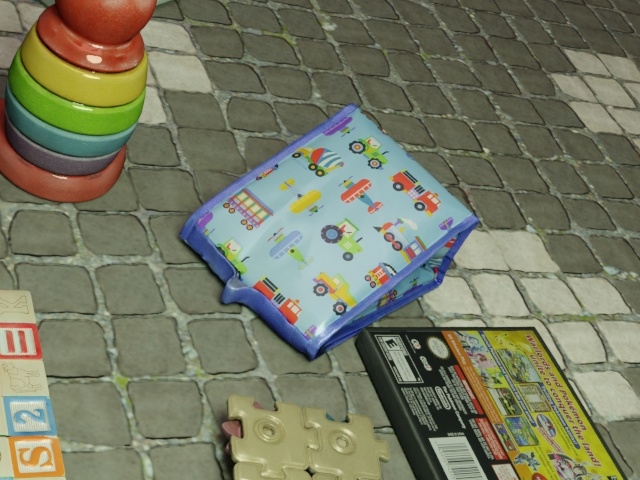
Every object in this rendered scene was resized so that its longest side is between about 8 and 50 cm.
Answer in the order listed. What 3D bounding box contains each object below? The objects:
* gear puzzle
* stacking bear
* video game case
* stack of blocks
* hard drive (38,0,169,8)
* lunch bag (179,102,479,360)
[{"bbox_3d":[-0.002,0.297,1.090,0.175,0.044,0.339,12,42,-21],"label":"gear puzzle"},{"bbox_3d":[-0.262,-0.199,1.312,0.175,0.289,0.164,6,42,-26],"label":"stacking bear"},{"bbox_3d":[0.195,0.205,1.316,0.248,0.035,0.275,2,43,-29],"label":"video game case"},{"bbox_3d":[-0.317,0.176,1.001,0.171,0.087,0.297,3,43,-28],"label":"stack of blocks"},{"bbox_3d":[-0.313,-0.409,1.739,0.203,0.040,0.307,37,38,14],"label":"hard drive"},{"bbox_3d":[0.000,0.000,1.384,0.221,0.138,0.293,44,50,18],"label":"lunch bag"}]
